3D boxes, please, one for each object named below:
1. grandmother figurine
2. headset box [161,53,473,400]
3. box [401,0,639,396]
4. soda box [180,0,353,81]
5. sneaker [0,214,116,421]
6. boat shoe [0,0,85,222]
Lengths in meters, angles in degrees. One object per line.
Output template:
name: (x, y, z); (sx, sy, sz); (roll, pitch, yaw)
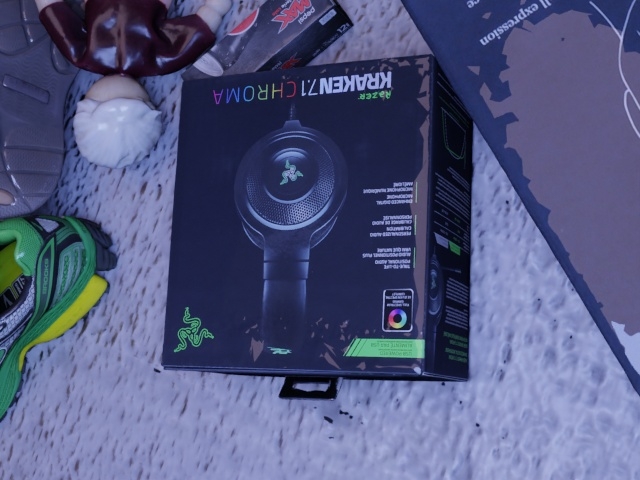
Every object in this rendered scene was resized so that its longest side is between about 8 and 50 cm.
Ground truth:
grandmother figurine: (-0.198, -0.242, 1.008); (0.208, 0.104, 0.342); (3, 80, 6)
headset box: (0.000, 0.000, 0.857); (0.247, 0.131, 0.282); (-1, 80, 24)
box: (0.276, -0.114, 0.713); (0.294, 0.212, 0.395); (-32, 68, 15)
soda box: (-0.054, -0.190, 0.962); (0.169, 0.053, 0.060); (-38, 67, 12)
sneaker: (-0.375, 0.098, 0.996); (0.134, 0.146, 0.343); (44, 99, 25)
boat shoe: (-0.336, -0.185, 1.039); (0.130, 0.132, 0.355); (-15, 57, 44)
